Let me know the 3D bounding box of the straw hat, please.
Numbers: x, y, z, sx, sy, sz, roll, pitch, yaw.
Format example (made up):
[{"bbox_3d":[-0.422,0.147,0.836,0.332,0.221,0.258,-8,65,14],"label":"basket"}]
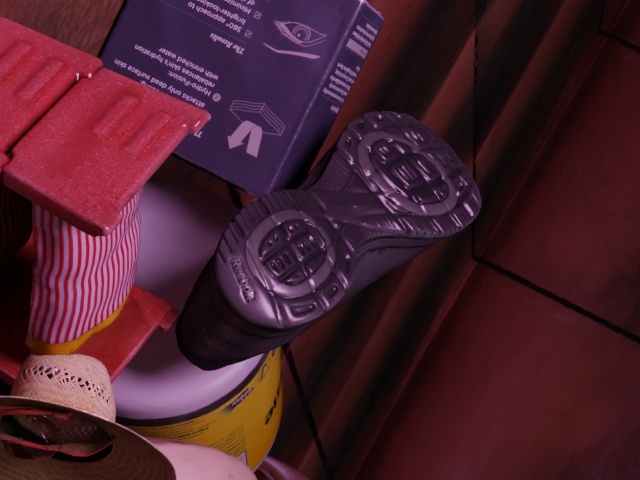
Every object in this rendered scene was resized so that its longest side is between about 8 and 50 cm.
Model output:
[{"bbox_3d":[-0.143,0.095,1.042,0.144,0.144,0.061,97,1,-58],"label":"straw hat"}]

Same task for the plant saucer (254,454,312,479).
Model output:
[{"bbox_3d":[-0.135,0.270,1.619,0.310,0.311,0.050,-51,138,-43],"label":"plant saucer"}]

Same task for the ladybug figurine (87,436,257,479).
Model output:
[{"bbox_3d":[-0.192,0.261,1.313,0.305,0.162,0.449,-36,156,23],"label":"ladybug figurine"}]

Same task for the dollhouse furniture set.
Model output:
[{"bbox_3d":[-0.230,0.070,1.073,0.374,0.152,0.201,-53,164,-37],"label":"dollhouse furniture set"}]

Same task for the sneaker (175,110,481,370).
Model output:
[{"bbox_3d":[0.000,0.000,1.311,0.286,0.109,0.130,-28,169,-45],"label":"sneaker"}]

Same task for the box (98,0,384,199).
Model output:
[{"bbox_3d":[-0.062,-0.127,1.335,0.158,0.156,0.093,-63,169,3],"label":"box"}]

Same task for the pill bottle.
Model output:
[{"bbox_3d":[-0.124,0.103,1.494,0.188,0.188,0.334,-58,167,-22],"label":"pill bottle"}]
